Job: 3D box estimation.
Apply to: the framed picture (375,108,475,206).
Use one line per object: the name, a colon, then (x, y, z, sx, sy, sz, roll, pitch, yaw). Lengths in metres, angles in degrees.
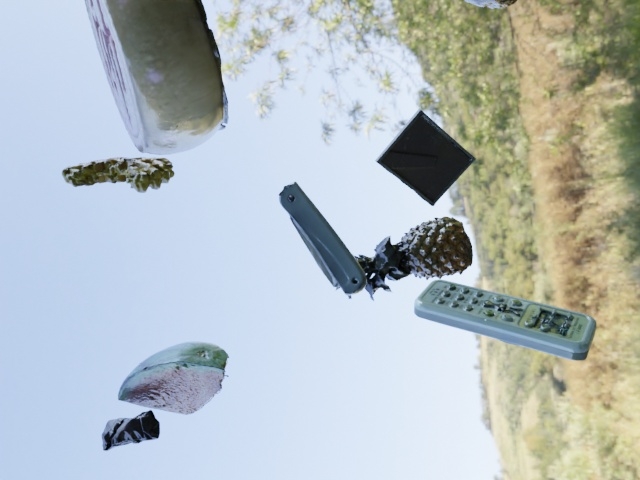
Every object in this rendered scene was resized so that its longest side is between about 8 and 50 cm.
framed picture: (0.175, -0.133, 1.050, 0.149, 0.109, 0.011, 33, -166, -32)

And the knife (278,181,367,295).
knife: (0.000, 0.000, 0.790, 0.162, 0.044, 0.023, 54, -168, 12)

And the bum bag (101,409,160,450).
bum bag: (-0.350, 0.348, 1.168, 0.034, 0.124, 0.057, 50, -151, -64)

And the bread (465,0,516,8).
bread: (0.361, -0.558, 1.232, 0.230, 0.123, 0.230, -162, 90, -79)

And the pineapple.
pineapple: (0.142, 0.037, 1.147, 0.125, 0.251, 0.125, 166, 90, -85)

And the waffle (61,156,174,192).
waffle: (-0.360, -0.124, 1.151, 0.149, 0.194, 0.051, -57, -31, -73)

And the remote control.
remote control: (0.356, 0.156, 1.251, 0.128, 0.335, 0.065, -33, -50, -52)

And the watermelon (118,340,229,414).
watermelon: (-0.284, 0.241, 1.185, 0.146, 0.231, 0.128, 16, -136, -35)

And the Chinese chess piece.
Chinese chess piece: (-0.217, -0.245, 0.820, 0.112, 0.270, 0.270, -21, -72, -19)
